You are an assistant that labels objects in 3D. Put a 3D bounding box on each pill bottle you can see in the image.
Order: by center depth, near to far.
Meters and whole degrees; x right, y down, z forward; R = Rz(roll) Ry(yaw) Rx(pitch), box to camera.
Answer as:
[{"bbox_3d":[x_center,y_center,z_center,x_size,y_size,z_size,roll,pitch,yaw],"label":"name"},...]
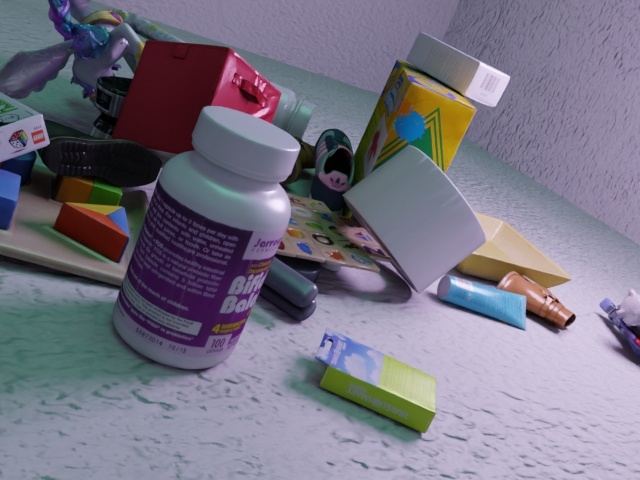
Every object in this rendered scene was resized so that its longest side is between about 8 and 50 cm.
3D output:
[{"bbox_3d":[-0.137,-0.005,0.885,0.169,0.301,0.169,21,20,-8],"label":"pill bottle"},{"bbox_3d":[-0.169,-0.384,2.049,0.283,0.160,0.160,23,19,-4],"label":"pill bottle"}]

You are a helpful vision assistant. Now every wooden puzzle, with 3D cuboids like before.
[{"bbox_3d":[-0.415,-0.065,1.057,0.348,0.080,0.322,14,22,-26],"label":"wooden puzzle"}]

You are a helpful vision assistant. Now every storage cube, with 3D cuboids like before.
[{"bbox_3d":[-0.212,-0.217,1.242,0.215,0.193,0.184,14,-7,28],"label":"storage cube"}]

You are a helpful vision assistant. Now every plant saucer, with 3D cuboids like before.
[{"bbox_3d":[0.406,0.016,1.789,0.333,0.081,0.333,13,22,-25],"label":"plant saucer"}]

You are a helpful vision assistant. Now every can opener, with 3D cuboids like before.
[{"bbox_3d":[-0.139,0.046,1.135,0.283,0.076,0.095,32,53,21],"label":"can opener"}]

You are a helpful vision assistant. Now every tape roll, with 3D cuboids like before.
[{"bbox_3d":[0.184,-0.041,1.393,0.246,0.169,0.246,53,0,0],"label":"tape roll"}]

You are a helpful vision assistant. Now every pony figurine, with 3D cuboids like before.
[{"bbox_3d":[-0.471,-0.372,1.468,0.363,0.351,0.303,44,37,-2],"label":"pony figurine"}]

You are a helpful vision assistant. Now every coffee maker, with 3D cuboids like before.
[{"bbox_3d":[-0.371,-0.215,1.349,0.120,0.178,0.171,26,20,4],"label":"coffee maker"}]

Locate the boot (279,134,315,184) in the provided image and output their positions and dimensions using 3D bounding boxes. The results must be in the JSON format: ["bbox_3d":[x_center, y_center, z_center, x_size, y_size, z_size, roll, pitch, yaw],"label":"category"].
[{"bbox_3d":[-0.066,-0.206,1.823,0.220,0.109,0.283,13,15,-40],"label":"boot"}]

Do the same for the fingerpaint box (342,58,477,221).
[{"bbox_3d":[0.195,-0.214,1.713,0.163,0.371,0.445,22,19,-6],"label":"fingerpaint box"}]

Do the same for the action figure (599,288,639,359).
[{"bbox_3d":[0.807,0.199,1.644,0.330,0.178,0.341,27,19,-20],"label":"action figure"}]

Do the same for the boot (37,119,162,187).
[{"bbox_3d":[-0.369,-0.152,1.147,0.198,0.076,0.137,11,19,-47],"label":"boot"}]

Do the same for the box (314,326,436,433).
[{"bbox_3d":[0.075,0.194,1.000,0.178,0.042,0.109,24,19,2],"label":"box"}]

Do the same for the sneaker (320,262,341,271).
[{"bbox_3d":[0.000,0.000,1.395,0.054,0.061,0.152,2,27,-42],"label":"sneaker"}]

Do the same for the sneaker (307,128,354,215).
[{"bbox_3d":[0.045,-0.193,1.702,0.112,0.131,0.319,18,42,-12],"label":"sneaker"}]

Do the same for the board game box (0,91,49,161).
[{"bbox_3d":[-0.560,-0.172,1.035,0.305,0.053,0.193,27,43,37],"label":"board game box"}]

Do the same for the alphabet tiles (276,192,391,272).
[{"bbox_3d":[-0.042,-0.031,1.318,0.343,0.011,0.285,12,23,-30],"label":"alphabet tiles"}]

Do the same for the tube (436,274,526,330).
[{"bbox_3d":[0.343,0.124,1.473,0.207,0.052,0.080,18,64,-17],"label":"tube"}]

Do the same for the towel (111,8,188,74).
[{"bbox_3d":[-0.313,-0.355,1.662,0.374,0.090,0.320,34,-18,26],"label":"towel"}]

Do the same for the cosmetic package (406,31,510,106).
[{"bbox_3d":[0.320,-0.405,1.676,0.117,0.085,0.231,12,22,-39],"label":"cosmetic package"}]

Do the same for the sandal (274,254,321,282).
[{"bbox_3d":[-0.103,0.008,1.281,0.097,0.054,0.254,-8,39,-40],"label":"sandal"}]

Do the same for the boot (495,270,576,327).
[{"bbox_3d":[0.475,0.138,1.568,0.197,0.073,0.152,-5,38,-49],"label":"boot"}]
